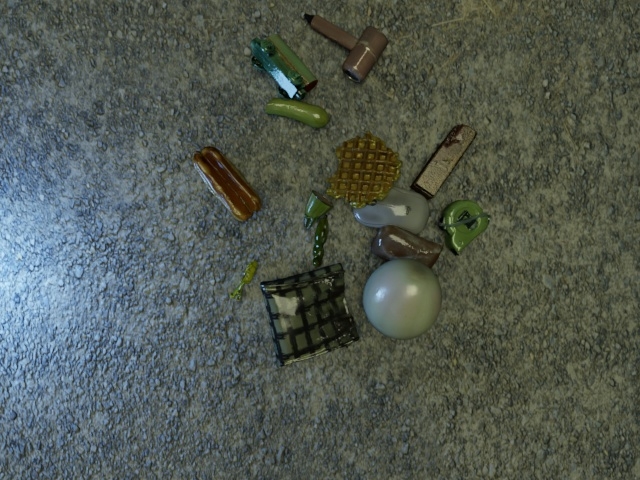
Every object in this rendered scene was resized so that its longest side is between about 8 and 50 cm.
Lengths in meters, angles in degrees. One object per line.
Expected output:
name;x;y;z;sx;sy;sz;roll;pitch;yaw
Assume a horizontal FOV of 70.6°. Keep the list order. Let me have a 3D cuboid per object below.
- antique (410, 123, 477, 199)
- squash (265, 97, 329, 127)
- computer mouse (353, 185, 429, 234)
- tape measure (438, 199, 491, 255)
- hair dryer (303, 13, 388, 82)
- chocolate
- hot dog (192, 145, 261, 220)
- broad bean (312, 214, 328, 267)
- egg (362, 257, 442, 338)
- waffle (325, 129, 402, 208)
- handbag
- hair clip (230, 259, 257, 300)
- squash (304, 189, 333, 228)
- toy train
antique;0.478;-0.310;1.750;0.093;0.087;0.310;35;91;1
squash;-0.088;-0.498;1.749;0.250;0.083;0.083;16;90;2
computer mouse;0.275;-0.119;1.734;0.297;0.121;0.184;19;92;-2
tape measure;0.550;-0.069;1.741;0.200;0.106;0.175;-38;94;-2
hair dryer;0.069;-0.775;1.752;0.344;0.107;0.189;34;92;8
chocolate;0.319;0.048;1.712;0.261;0.083;0.161;20;130;0
hot dog;-0.366;-0.224;1.739;0.135;0.100;0.337;-41;92;-8
broad bean;0.000;0.000;1.761;0.048;0.070;0.214;8;81;-8
egg;0.293;0.203;1.615;0.283;0.345;0.283;1;61;-1
waffle;0.157;-0.270;1.718;0.281;0.058;0.301;31;80;19
handbag;-0.040;0.279;1.720;0.327;0.162;0.325;-14;94;-8
hair clip;-0.291;0.153;1.754;0.046;0.072;0.173;29;94;-11
squash;-0.027;-0.114;1.755;0.105;0.105;0.132;37;107;-1
toy train;-0.135;-0.664;1.723;0.285;0.116;0.177;48;50;1
